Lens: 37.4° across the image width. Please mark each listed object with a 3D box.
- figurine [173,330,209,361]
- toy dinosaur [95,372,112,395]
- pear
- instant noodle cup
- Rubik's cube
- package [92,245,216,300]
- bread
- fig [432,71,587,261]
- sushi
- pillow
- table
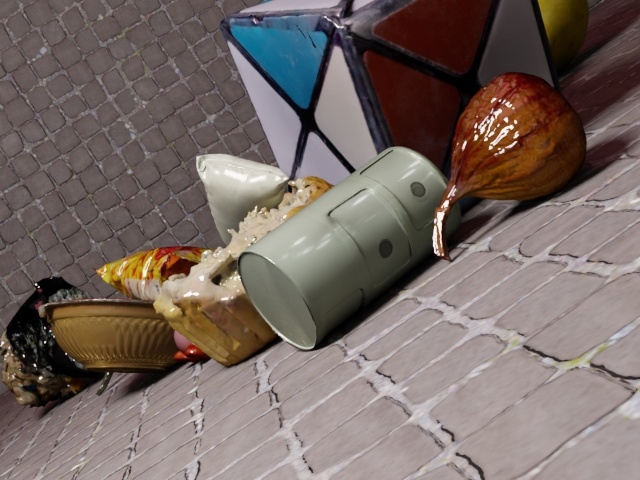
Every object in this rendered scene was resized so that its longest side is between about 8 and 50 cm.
[{"bbox_3d":[-0.175,0.134,1.334,0.067,0.071,0.083,18,-23,-40],"label":"figurine"},{"bbox_3d":[-0.314,0.179,1.613,0.179,0.087,0.187,-34,5,-25],"label":"toy dinosaur"},{"bbox_3d":[0.394,-0.485,2.053,0.362,0.362,0.418,-29,32,33],"label":"pear"},{"bbox_3d":[-0.292,0.151,1.426,0.274,0.090,0.274,1,-12,0],"label":"instant noodle cup"},{"bbox_3d":[0.092,-0.217,1.245,0.305,0.307,0.310,-35,28,-20],"label":"Rubik's cube"},{"bbox_3d":[-0.219,0.068,1.529,0.223,0.108,0.288,12,-12,-32],"label":"package"},{"bbox_3d":[-0.067,0.038,1.179,0.274,0.149,0.274,-35,11,8],"label":"bread"},{"bbox_3d":[0.173,-0.076,0.986,0.201,0.133,0.146,-41,-4,3],"label":"fig"},{"bbox_3d":[-0.547,0.221,1.917,0.219,0.225,0.238,-40,-30,23],"label":"sushi"},{"bbox_3d":[-0.086,-0.030,1.373,0.144,0.254,0.078,8,58,16],"label":"pillow"},{"bbox_3d":[0.033,0.004,1.015,0.220,0.126,0.126,-36,7,-26],"label":"table"}]
